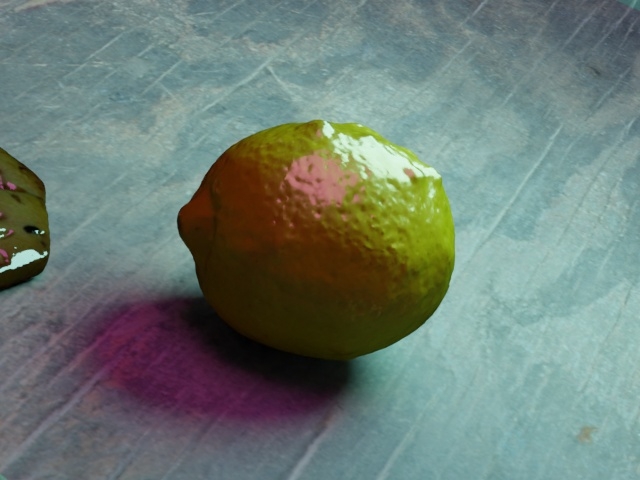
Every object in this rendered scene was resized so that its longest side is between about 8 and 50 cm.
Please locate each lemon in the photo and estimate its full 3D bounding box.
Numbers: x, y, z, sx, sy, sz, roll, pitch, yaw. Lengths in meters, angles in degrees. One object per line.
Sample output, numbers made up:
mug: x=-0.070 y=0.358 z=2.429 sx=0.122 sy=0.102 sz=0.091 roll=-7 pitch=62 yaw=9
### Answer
lemon: x=0.000 y=0.000 z=1.794 sx=0.288 sy=0.233 sz=0.233 roll=11 pitch=30 yaw=-20

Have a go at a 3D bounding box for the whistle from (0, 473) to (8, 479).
whistle: x=-0.325 y=0.129 z=1.477 sx=0.106 sy=0.101 sz=0.253 roll=-36 pitch=53 yaw=-9

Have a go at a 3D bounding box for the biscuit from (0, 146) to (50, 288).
biscuit: x=-0.424 y=-0.050 z=1.785 sx=0.359 sy=0.046 sz=0.359 roll=18 pitch=28 yaw=-10
